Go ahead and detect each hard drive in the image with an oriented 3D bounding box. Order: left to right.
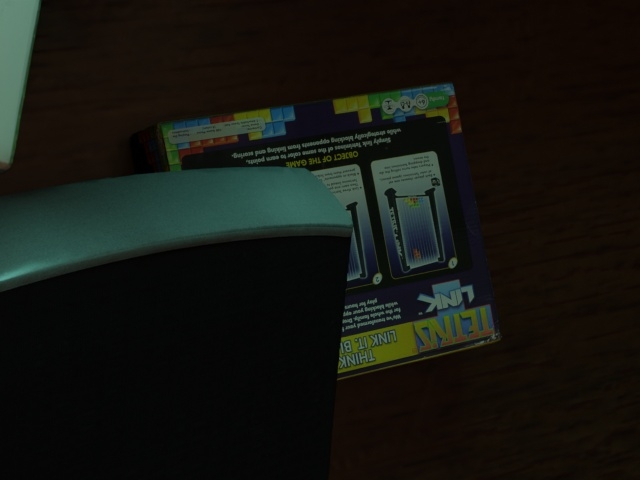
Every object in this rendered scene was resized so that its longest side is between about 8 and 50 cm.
[{"bbox_3d":[-0.086,0.063,0.599,0.254,0.054,0.172,-11,113,-45],"label":"hard drive"}]

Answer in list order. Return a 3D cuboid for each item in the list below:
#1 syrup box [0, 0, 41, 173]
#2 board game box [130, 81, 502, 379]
[{"bbox_3d":[-0.186,-0.065,0.561,0.096,0.237,0.093,14,78,-27],"label":"syrup box"},{"bbox_3d":[0.000,0.000,0.754,0.170,0.048,0.141,-10,91,-27],"label":"board game box"}]
